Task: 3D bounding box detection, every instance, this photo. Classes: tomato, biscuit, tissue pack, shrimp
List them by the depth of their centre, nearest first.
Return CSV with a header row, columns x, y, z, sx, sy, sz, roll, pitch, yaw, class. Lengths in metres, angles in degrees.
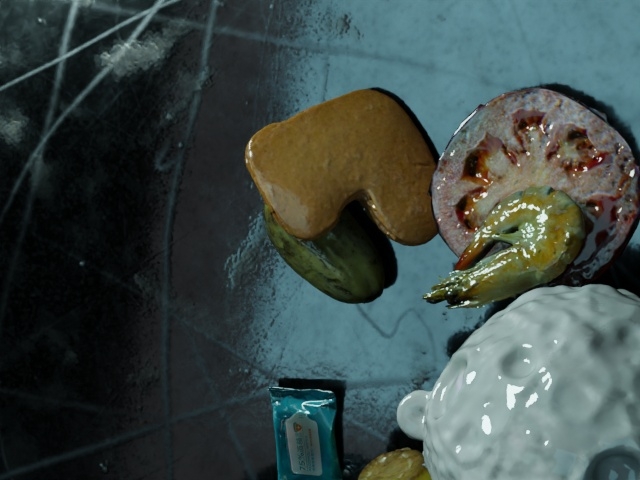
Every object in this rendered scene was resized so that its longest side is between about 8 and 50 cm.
x,y,z,sx,sy,sz,roll,pitch,yaw,class
0.187,0.016,1.483,0.190,0.042,0.101,-33,64,18,shrimp
0.231,-0.052,1.524,0.224,0.085,0.225,2,97,17,tomato
0.033,-0.063,1.550,0.192,0.036,0.186,-24,86,-14,biscuit
-0.014,0.234,1.657,0.085,0.028,0.138,1,103,17,tissue pack

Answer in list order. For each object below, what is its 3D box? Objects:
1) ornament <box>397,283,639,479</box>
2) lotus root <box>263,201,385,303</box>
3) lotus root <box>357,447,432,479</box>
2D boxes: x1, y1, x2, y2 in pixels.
x,y,z,sx,sy,sz,roll,pitch,yaw,class
0.273,0.204,1.423,0.337,0.337,0.337,2,98,14,ornament
0.000,0.000,1.590,0.089,0.080,0.179,-39,90,-15,lotus root
0.121,0.373,1.565,0.193,0.193,0.291,-13,95,15,lotus root
